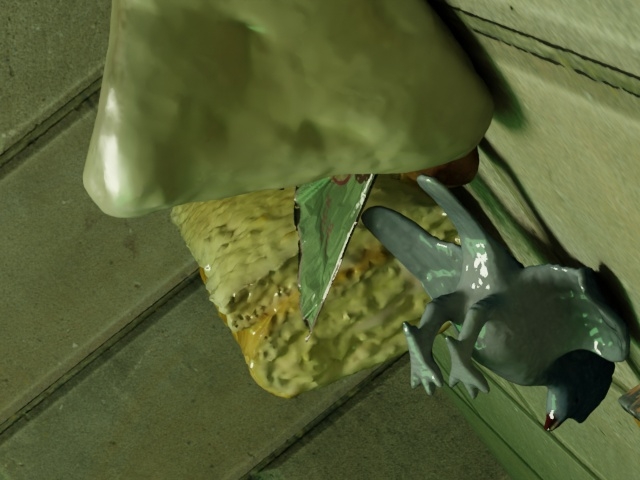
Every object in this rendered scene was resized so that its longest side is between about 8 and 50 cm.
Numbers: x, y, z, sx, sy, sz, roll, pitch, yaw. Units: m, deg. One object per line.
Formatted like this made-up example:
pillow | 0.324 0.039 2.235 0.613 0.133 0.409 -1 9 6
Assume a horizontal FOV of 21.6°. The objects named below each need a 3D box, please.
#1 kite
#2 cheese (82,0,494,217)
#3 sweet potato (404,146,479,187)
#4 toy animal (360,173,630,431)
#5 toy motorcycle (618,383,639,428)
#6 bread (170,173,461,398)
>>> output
kite | 0.002 -0.086 1.331 0.268 0.013 0.322 -28 62 55
cheese | -0.020 -0.146 1.040 0.173 0.251 0.247 -72 -19 -78
sweet potato | -0.022 -0.166 1.188 0.354 0.095 0.106 50 139 -9
toy animal | 0.135 0.049 1.233 0.239 0.176 0.255 12 125 45
toy motorcycle | 0.248 0.145 0.909 0.157 0.091 0.263 56 179 -2
bread | 0.000 0.000 1.569 0.165 0.237 0.375 62 177 -17
